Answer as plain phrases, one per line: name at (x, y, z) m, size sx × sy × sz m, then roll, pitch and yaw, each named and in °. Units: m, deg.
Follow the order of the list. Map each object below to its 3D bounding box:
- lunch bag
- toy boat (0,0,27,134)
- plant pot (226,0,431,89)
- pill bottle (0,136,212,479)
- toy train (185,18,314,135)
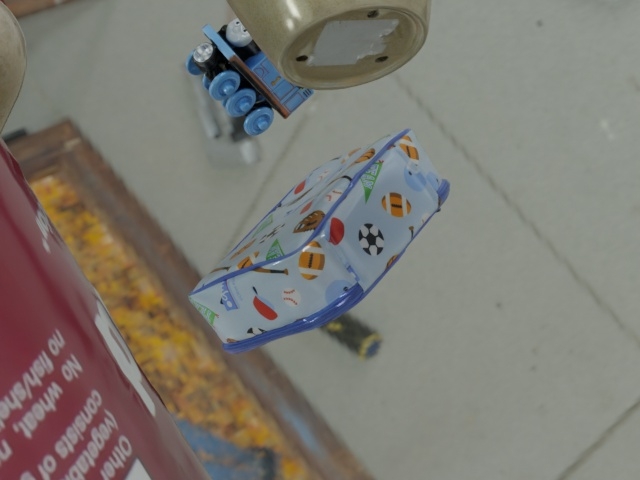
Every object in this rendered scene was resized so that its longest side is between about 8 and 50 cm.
lunch bag at (0.000, 0.000, 1.843) m, size 0.243 × 0.303 × 0.115 m, roll -24°, pitch 105°, yaw 47°
toy boat at (-0.271, -0.061, 0.855) m, size 0.151 × 0.151 × 0.231 m, roll 38°, pitch 110°, yaw 24°
plant pot at (-0.007, -0.275, 1.357) m, size 0.256 × 0.256 × 0.274 m, roll -44°, pitch 53°, yaw 48°
pill bottle at (-0.149, 0.108, 0.538) m, size 0.224 × 0.224 × 0.392 m, roll -3°, pitch 122°, yaw 47°
toy train at (-0.086, -0.202, 1.947) m, size 0.080 × 0.105 × 0.184 m, roll 48°, pitch -178°, yaw 32°
